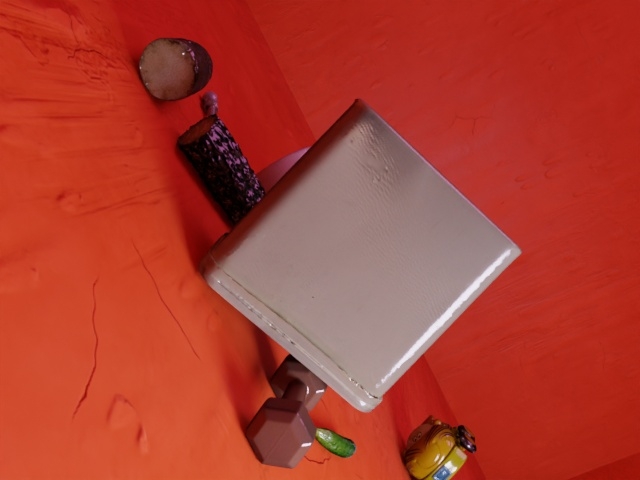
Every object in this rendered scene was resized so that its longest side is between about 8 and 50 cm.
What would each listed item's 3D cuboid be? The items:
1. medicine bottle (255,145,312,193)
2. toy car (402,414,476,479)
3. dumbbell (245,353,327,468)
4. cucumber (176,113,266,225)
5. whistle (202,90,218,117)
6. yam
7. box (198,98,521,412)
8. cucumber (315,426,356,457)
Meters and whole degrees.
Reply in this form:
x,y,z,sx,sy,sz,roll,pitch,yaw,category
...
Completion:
x,y,z,sx,sy,sz,roll,pitch,yaw,category
0.000,0.000,1.328,0.371,0.211,0.211,60,9,3,medicine bottle
0.305,0.564,1.647,0.142,0.200,0.248,43,4,10,toy car
-0.042,0.239,0.886,0.082,0.092,0.231,36,12,0,dumbbell
-0.134,-0.062,1.147,0.359,0.096,0.096,57,12,-29,cucumber
-0.244,-0.300,1.351,0.035,0.035,0.100,55,15,-43,whistle
-0.258,-0.318,1.120,0.107,0.107,0.194,62,9,-16,yam
0.061,0.018,0.945,0.352,0.344,0.177,42,9,-8,box
0.031,0.365,1.090,0.168,0.039,0.039,47,19,-50,cucumber
